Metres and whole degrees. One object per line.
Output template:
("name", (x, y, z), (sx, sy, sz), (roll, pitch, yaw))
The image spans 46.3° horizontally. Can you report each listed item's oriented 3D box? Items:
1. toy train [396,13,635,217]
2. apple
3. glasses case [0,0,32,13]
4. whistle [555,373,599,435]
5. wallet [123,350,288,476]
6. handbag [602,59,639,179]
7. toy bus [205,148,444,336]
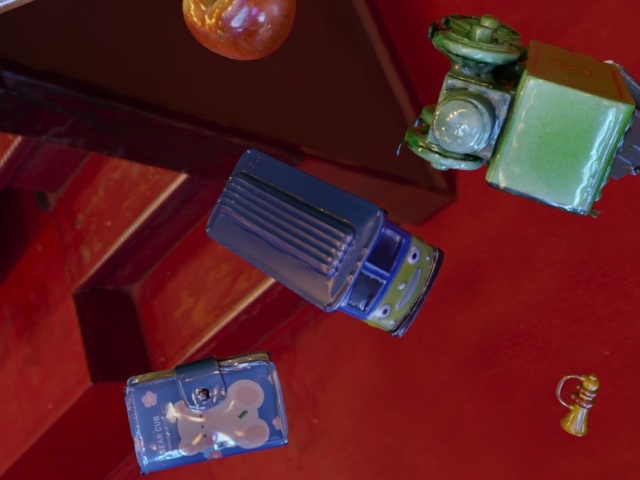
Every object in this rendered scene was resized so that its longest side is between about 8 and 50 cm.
("toy train", (0.182, -0.124, 0.691), (0.188, 0.243, 0.132), (19, 116, 8))
("apple", (-0.113, -0.338, 1.074), (0.163, 0.139, 0.163), (-1, 88, 35))
("glasses case", (-0.501, -0.358, 1.119), (0.170, 0.041, 0.065), (-27, 51, -12))
("whistle", (0.417, 0.256, 1.215), (0.057, 0.046, 0.109), (29, 125, 43))
("wallet", (-0.149, 0.224, 0.995), (0.059, 0.202, 0.141), (-120, 20, -79))
("handbag", (0.630, -0.248, 1.609), (0.079, 0.260, 0.247), (-55, 5, -12))
("toy bus", (0.000, 0.000, 0.992), (0.287, 0.175, 0.138), (29, 90, 44))
